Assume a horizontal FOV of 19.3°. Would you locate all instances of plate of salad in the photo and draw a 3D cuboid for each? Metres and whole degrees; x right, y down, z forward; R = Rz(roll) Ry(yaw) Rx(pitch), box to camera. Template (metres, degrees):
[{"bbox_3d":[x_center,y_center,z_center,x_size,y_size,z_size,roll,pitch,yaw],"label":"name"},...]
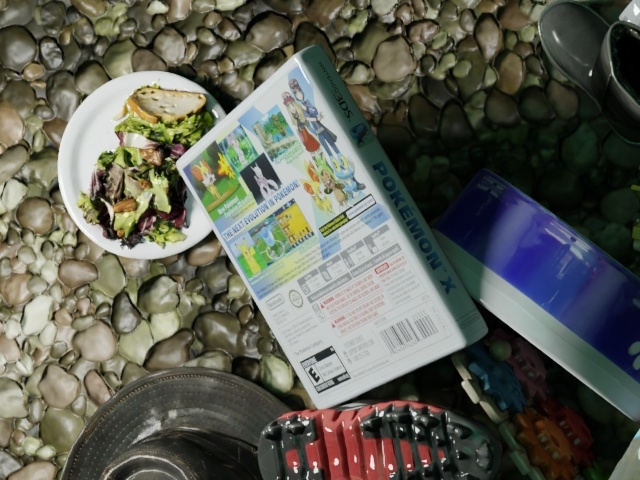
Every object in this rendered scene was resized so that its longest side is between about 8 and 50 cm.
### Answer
[{"bbox_3d":[-0.184,-0.080,1.973,0.200,0.048,0.199,-1,86,11],"label":"plate of salad"}]

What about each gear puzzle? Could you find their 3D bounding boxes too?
[{"bbox_3d":[0.254,0.227,1.794,0.044,0.175,0.339,-38,80,21],"label":"gear puzzle"}]

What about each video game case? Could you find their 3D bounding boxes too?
[{"bbox_3d":[0.000,0.000,1.793,0.036,0.329,0.300,-30,88,-28],"label":"video game case"}]

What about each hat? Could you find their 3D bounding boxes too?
[{"bbox_3d":[-0.130,0.286,1.895,0.331,0.134,0.331,-1,85,12],"label":"hat"}]

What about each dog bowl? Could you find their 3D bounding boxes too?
[{"bbox_3d":[0.223,0.050,1.767,0.265,0.265,0.104,38,92,12],"label":"dog bowl"}]

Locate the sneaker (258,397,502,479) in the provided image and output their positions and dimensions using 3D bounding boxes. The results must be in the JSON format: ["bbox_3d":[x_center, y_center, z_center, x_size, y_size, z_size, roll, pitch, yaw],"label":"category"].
[{"bbox_3d":[0.075,0.199,1.814,0.276,0.135,0.097,-7,89,41],"label":"sneaker"}]

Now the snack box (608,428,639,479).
[{"bbox_3d":[0.392,0.167,1.727,0.060,0.187,0.322,18,69,51],"label":"snack box"}]

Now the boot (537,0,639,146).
[{"bbox_3d":[0.274,-0.173,1.798,0.076,0.208,0.189,-42,79,6],"label":"boot"}]

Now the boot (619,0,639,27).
[{"bbox_3d":[0.421,-0.270,1.844,0.123,0.095,0.258,42,103,4],"label":"boot"}]

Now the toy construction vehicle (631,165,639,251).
[{"bbox_3d":[0.333,-0.032,1.846,0.086,0.035,0.098,22,100,53],"label":"toy construction vehicle"}]
